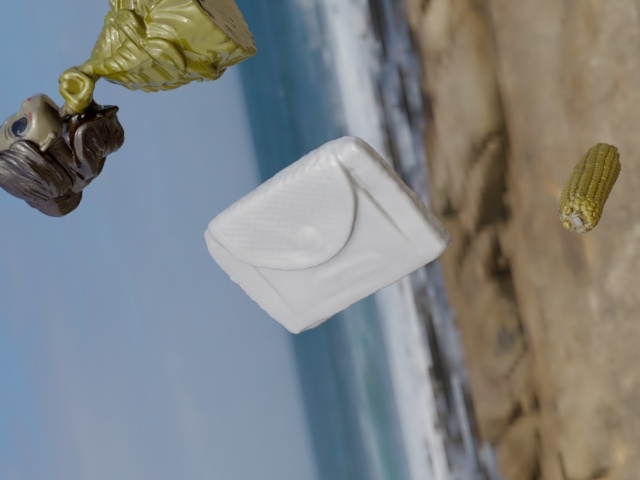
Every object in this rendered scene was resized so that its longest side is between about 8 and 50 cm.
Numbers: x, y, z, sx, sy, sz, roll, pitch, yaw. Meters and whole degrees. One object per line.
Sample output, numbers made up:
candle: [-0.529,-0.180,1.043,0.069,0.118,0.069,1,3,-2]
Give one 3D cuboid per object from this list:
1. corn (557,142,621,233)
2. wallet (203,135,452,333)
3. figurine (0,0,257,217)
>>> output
corn: [0.209,-0.042,1.453,0.092,0.037,0.037,-55,-34,-43]
wallet: [0.000,0.000,1.408,0.124,0.183,0.032,46,-141,-16]
figurine: [-0.237,-0.166,2.004,0.168,0.315,0.187,34,-160,-50]
